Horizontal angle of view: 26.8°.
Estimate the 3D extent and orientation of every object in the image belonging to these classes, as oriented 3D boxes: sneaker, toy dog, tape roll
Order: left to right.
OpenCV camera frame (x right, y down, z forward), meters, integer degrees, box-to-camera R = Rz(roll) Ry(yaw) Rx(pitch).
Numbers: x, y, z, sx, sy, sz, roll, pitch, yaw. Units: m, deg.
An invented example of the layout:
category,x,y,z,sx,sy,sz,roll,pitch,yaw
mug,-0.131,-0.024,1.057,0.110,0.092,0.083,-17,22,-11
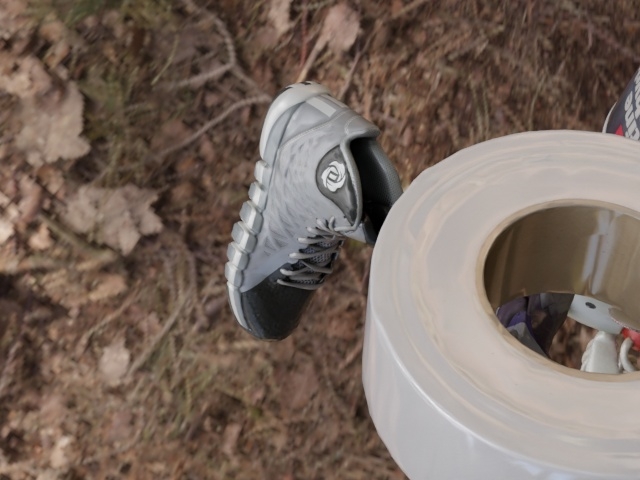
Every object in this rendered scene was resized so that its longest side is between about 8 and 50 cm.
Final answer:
category,x,y,z,sx,sy,sz,roll,pitch,yaw
sneaker,0.000,0.000,1.060,0.132,0.086,0.228,32,122,40
tape roll,0.170,0.059,0.872,0.286,0.286,0.100,12,138,7
toy dog,0.352,0.165,1.425,0.334,0.161,0.220,28,137,43

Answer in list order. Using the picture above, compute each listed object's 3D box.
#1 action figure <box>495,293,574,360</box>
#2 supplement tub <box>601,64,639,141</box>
category,x,y,z,sx,sy,sz,roll,pitch,yaw
action figure,0.175,0.039,1.074,0.099,0.285,0.185,35,141,-13
supplement tub,0.352,-0.098,1.139,0.191,0.191,0.272,21,151,2
